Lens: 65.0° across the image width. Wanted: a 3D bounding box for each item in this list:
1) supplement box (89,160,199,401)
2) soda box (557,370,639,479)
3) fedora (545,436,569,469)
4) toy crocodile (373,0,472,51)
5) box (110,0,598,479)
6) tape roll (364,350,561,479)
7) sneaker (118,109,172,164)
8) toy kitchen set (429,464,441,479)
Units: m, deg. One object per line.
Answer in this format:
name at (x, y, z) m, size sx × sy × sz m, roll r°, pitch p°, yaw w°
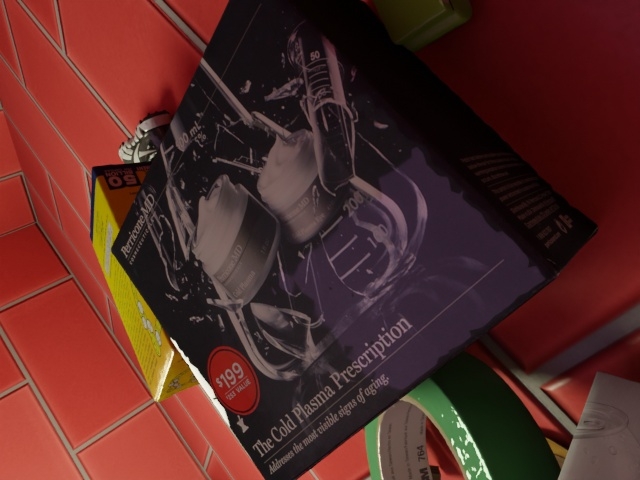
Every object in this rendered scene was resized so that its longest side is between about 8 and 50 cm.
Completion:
supplement box at (-0.242, 0.050, 0.863) m, size 0.357 × 0.194 × 0.195 m, roll 57°, pitch 142°, yaw 24°
soda box at (0.223, 0.256, 0.382) m, size 0.091 × 0.287 × 0.098 m, roll 10°, pitch 155°, yaw 51°
fedora at (0.254, 0.314, 0.578) m, size 0.194 × 0.079 × 0.195 m, roll 32°, pitch 138°, yaw 35°
toy crocodile at (0.023, -0.317, 0.393) m, size 0.115 × 0.105 × 0.341 m, roll -20°, pitch 103°, yaw 56°
box at (0.000, 0.000, 0.483) m, size 0.313 × 0.178 × 0.343 m, roll 50°, pitch 124°, yaw 17°
tape roll at (0.152, 0.292, 0.587) m, size 0.321 × 0.077 × 0.322 m, roll 173°, pitch 90°, yaw -71°
sneaker at (-0.336, -0.165, 1.000) m, size 0.234 × 0.078 × 0.106 m, roll -20°, pitch 97°, yaw 55°
toy kitchen set at (0.147, 0.322, 0.782) m, size 0.068 × 0.075 × 0.084 m, roll 42°, pitch -128°, yaw -81°
